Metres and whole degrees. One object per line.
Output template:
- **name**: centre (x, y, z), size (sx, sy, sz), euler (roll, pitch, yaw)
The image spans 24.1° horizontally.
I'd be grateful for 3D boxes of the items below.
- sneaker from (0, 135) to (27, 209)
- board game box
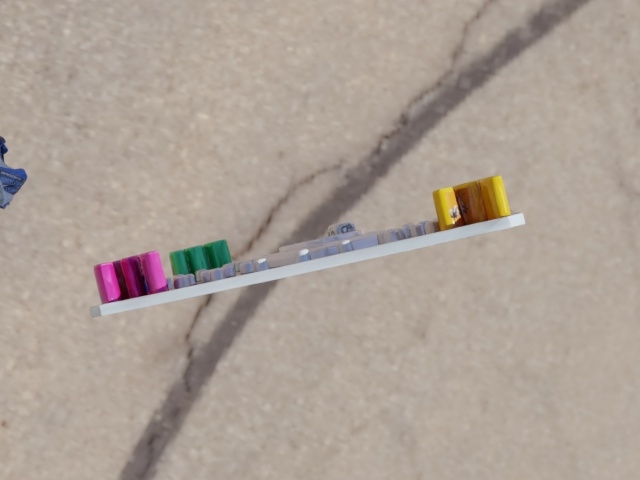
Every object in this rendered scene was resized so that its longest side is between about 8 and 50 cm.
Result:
- **sneaker**: centre (-0.371, -0.097, 1.631), size (0.058, 0.135, 0.052), euler (-44, 173, -9)
- **board game box**: centre (0.000, 0.000, 1.481), size (0.390, 0.390, 0.050), euler (-19, 96, -84)
